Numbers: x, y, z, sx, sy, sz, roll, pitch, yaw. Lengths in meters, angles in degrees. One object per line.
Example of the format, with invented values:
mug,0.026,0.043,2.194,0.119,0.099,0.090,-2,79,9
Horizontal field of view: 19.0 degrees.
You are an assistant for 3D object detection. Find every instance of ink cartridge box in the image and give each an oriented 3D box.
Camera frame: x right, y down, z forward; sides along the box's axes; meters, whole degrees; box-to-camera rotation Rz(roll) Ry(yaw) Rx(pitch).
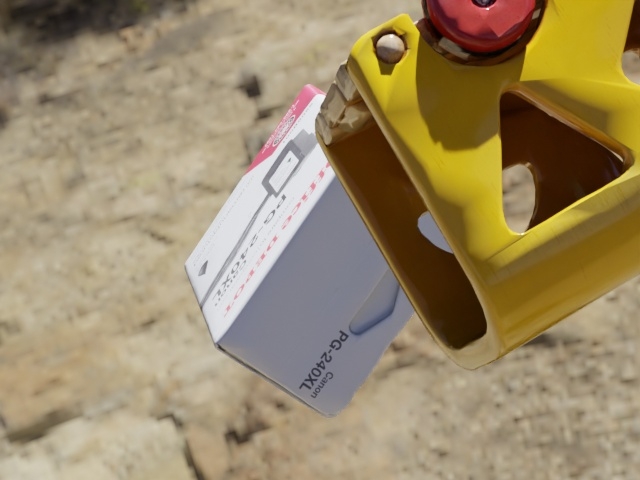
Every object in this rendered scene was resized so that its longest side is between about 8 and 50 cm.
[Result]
ink cartridge box,0.000,0.000,0.834,0.109,0.063,0.150,-55,14,5

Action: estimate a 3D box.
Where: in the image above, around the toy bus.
toy bus,0.099,-0.045,0.516,0.202,0.104,0.191,-33,-6,36
